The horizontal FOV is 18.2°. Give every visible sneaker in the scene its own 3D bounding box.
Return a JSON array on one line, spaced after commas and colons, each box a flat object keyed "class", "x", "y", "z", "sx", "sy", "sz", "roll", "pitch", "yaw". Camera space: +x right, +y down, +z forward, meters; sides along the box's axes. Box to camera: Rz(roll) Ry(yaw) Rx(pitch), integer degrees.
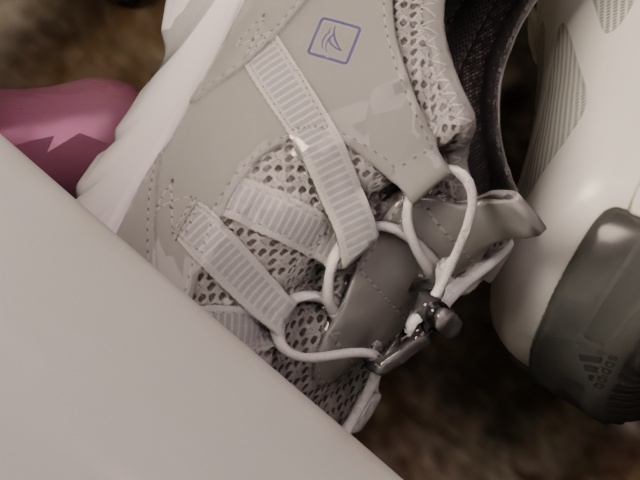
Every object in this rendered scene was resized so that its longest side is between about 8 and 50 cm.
[{"class": "sneaker", "x": 0.073, "y": -0.146, "z": 0.730, "sx": 0.257, "sy": 0.169, "sz": 0.447, "roll": 21, "pitch": 52, "yaw": 5}, {"class": "sneaker", "x": 0.000, "y": 0.000, "z": 0.547, "sx": 0.115, "sy": 0.105, "sz": 0.281, "roll": 10, "pitch": 77, "yaw": 23}]

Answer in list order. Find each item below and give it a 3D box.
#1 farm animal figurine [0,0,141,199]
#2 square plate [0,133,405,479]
[{"class": "farm animal figurine", "x": -0.179, "y": -0.089, "z": 0.530, "sx": 0.326, "sy": 0.172, "sz": 0.330, "roll": 29, "pitch": 52, "yaw": -6}, {"class": "square plate", "x": -0.137, "y": 0.118, "z": 0.370, "sx": 0.344, "sy": 0.049, "sz": 0.347, "roll": 43, "pitch": 54, "yaw": -26}]
